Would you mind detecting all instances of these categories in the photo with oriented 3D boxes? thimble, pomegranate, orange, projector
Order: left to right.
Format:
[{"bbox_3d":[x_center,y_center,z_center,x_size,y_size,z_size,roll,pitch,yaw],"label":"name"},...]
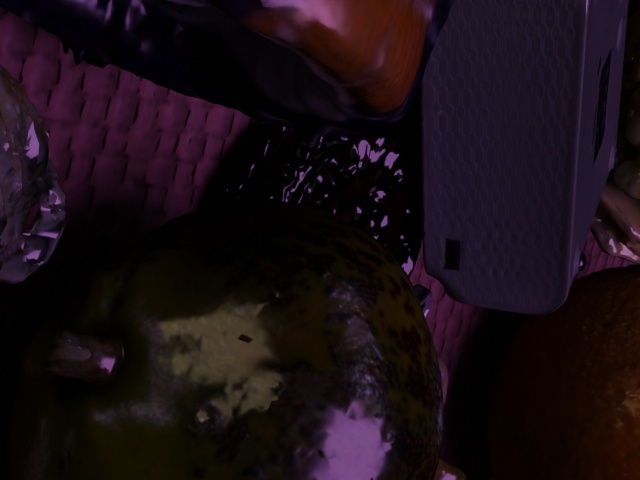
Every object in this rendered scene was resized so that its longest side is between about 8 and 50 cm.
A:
[{"bbox_3d":[-0.053,-0.143,0.528,0.237,0.237,0.150,31,78,-56],"label":"thimble"},{"bbox_3d":[-0.033,0.082,0.679,0.276,0.222,0.204,-26,93,-63],"label":"pomegranate"},{"bbox_3d":[0.142,-0.108,0.860,0.198,0.108,0.250,-57,149,-52],"label":"projector"},{"bbox_3d":[0.271,0.157,1.086,0.274,0.274,0.274,-30,130,-43],"label":"orange"}]

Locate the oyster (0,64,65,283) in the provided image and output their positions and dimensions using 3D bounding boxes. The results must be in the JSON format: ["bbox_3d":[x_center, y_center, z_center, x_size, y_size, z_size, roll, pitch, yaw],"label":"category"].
[{"bbox_3d":[-0.215,-0.002,0.462,0.267,0.112,0.198,-37,134,-35],"label":"oyster"}]

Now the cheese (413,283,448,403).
[{"bbox_3d":[0.054,0.106,0.924,0.092,0.047,0.171,-56,157,-25],"label":"cheese"}]

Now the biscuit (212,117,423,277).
[{"bbox_3d":[0.000,0.000,0.812,0.194,0.053,0.195,-31,131,-43],"label":"biscuit"}]

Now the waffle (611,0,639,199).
[{"bbox_3d":[0.375,-0.122,1.019,0.073,0.297,0.317,132,-27,-75],"label":"waffle"}]

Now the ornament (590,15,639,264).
[{"bbox_3d":[0.232,-0.090,1.038,0.180,0.059,0.201,17,66,-24],"label":"ornament"}]
